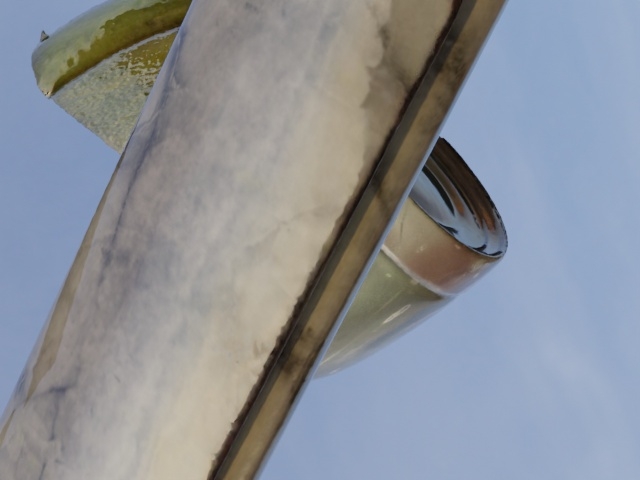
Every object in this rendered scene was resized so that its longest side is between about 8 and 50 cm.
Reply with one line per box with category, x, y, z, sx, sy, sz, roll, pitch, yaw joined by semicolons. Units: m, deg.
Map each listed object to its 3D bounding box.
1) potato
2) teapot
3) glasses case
potato;-0.150;-0.211;1.427;0.112;0.255;0.269;63;-173;17
teapot;0.000;0.000;1.399;0.233;0.312;0.315;41;-158;-20
glasses case;-0.044;0.016;0.490;0.060;0.114;0.299;6;-65;-54
